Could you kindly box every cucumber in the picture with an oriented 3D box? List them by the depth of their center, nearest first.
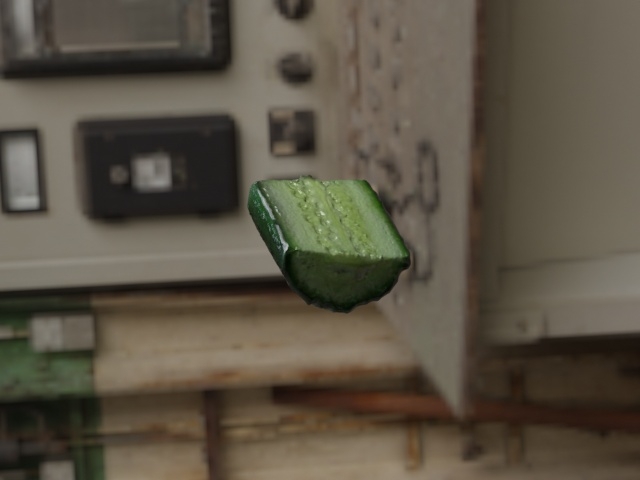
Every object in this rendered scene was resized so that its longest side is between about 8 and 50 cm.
[{"bbox_3d":[0.000,0.000,1.376,0.115,0.116,0.062,58,137,47],"label":"cucumber"}]
